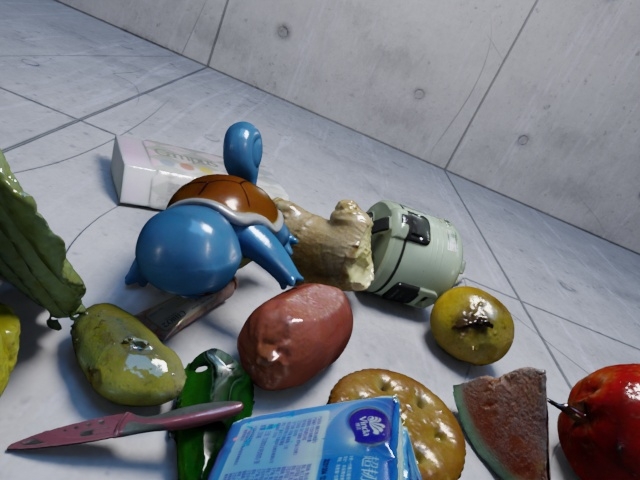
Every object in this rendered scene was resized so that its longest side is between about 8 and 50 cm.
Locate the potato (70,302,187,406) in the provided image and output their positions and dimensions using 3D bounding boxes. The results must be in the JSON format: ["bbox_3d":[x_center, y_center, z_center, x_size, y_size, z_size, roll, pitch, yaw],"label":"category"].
[{"bbox_3d":[-0.255,0.143,0.658,0.188,0.085,0.105,35,24,33],"label":"potato"}]

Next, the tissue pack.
[{"bbox_3d":[-0.012,0.285,0.450,0.198,0.146,0.263,-14,18,14],"label":"tissue pack"}]

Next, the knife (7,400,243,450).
[{"bbox_3d":[-0.210,0.204,0.570,0.247,0.018,0.035,-4,26,-16],"label":"knife"}]

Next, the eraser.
[{"bbox_3d":[-0.278,-0.137,1.214,0.397,0.082,0.213,8,28,-34],"label":"eraser"}]

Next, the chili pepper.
[{"bbox_3d":[-0.131,0.226,0.635,0.108,0.062,0.216,19,26,-13],"label":"chili pepper"}]

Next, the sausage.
[{"bbox_3d":[-0.032,0.143,0.808,0.148,0.148,0.254,32,25,15],"label":"sausage"}]

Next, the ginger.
[{"bbox_3d":[0.000,0.000,1.060,0.276,0.221,0.130,38,35,8],"label":"ginger"}]

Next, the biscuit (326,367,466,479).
[{"bbox_3d":[0.108,0.279,0.749,0.220,0.066,0.220,18,26,-9],"label":"biscuit"}]

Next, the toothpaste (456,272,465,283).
[{"bbox_3d":[0.337,0.110,1.367,0.048,0.031,0.190,43,32,28],"label":"toothpaste"}]

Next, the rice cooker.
[{"bbox_3d":[0.182,0.030,1.153,0.244,0.226,0.226,20,24,-18],"label":"rice cooker"}]

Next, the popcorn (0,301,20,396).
[{"bbox_3d":[-0.413,0.079,0.456,0.258,0.224,0.270,40,-16,27],"label":"popcorn"}]

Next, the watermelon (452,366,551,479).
[{"bbox_3d":[0.299,0.300,0.800,0.136,0.202,0.207,-15,22,6],"label":"watermelon"}]

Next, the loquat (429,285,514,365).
[{"bbox_3d":[0.317,0.175,1.067,0.172,0.149,0.204,31,10,17],"label":"loquat"}]

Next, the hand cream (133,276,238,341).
[{"bbox_3d":[-0.212,0.103,0.839,0.067,0.043,0.210,33,29,16],"label":"hand cream"}]

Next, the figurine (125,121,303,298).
[{"bbox_3d":[-0.159,-0.022,0.875,0.298,0.243,0.416,9,37,5],"label":"figurine"}]

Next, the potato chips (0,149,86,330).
[{"bbox_3d":[-0.430,-0.030,0.590,0.373,0.389,0.097,26,58,-2],"label":"potato chips"}]

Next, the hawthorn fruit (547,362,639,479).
[{"bbox_3d":[0.514,0.309,0.858,0.300,0.254,0.254,24,23,5],"label":"hawthorn fruit"}]
